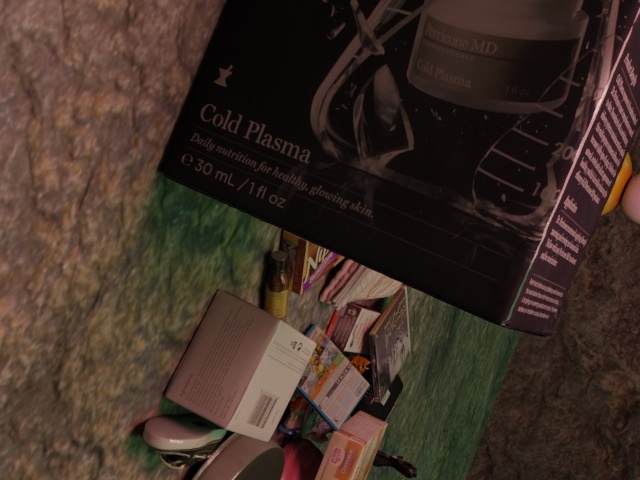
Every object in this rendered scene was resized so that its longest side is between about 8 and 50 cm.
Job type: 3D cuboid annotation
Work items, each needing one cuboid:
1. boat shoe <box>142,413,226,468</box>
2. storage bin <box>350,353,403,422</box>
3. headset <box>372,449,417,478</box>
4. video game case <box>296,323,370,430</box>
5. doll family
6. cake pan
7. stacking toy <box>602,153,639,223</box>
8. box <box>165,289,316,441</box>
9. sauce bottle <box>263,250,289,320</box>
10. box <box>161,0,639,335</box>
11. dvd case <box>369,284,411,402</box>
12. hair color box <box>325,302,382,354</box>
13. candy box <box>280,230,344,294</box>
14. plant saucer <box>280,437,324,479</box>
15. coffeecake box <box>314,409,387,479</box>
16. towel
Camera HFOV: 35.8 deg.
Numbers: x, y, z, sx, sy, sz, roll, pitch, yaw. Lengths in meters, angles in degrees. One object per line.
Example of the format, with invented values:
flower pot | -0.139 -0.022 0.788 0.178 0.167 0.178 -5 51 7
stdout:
boat shoe | -0.204 0.308 1.489 0.070 0.077 0.219 -68 159 1
storage bin | 0.111 0.335 2.202 0.122 0.084 0.180 -60 157 -15
headset | 0.077 0.673 2.318 0.243 0.185 0.394 77 36 -56
video game case | 0.008 0.253 1.838 0.015 0.166 0.119 -21 -156 53
doll family | 0.034 0.304 1.956 0.263 0.118 0.163 1 111 -65
cake pan | -0.158 0.454 1.726 0.293 0.054 0.293 -46 154 -31
stacking toy | 0.572 -0.166 2.217 0.350 0.480 0.351 -48 152 -38
box | -0.117 0.196 1.517 0.182 0.119 0.181 -64 157 -8
sauce bottle | -0.070 0.073 1.605 0.042 0.042 0.128 -40 145 -46
box | 0.138 -0.190 1.239 0.472 0.480 0.297 -67 157 1
dvd case | 0.150 0.213 2.082 0.221 0.018 0.164 -49 139 -57
hair color box | 0.071 0.176 2.000 0.093 0.053 0.167 -67 159 -1
candy box | 0.000 0.000 1.675 0.186 0.053 0.109 -39 145 -50
plant saucer | -0.038 0.566 1.979 0.332 0.084 0.332 6 90 -72
coffeecake box | 0.056 0.424 1.921 0.142 0.068 0.185 -69 164 10
towel | 0.167 -0.010 1.911 0.332 0.053 0.317 -54 162 20
